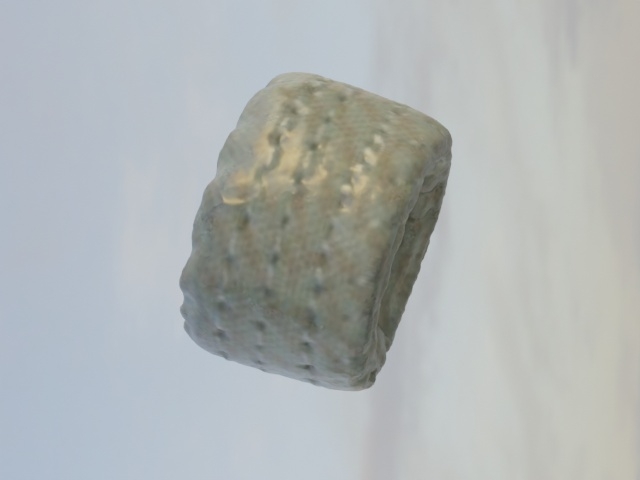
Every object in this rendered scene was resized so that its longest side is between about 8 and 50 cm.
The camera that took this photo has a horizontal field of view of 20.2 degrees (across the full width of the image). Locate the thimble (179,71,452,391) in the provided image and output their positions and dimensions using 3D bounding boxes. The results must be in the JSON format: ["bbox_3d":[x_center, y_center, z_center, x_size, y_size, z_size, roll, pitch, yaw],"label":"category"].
[{"bbox_3d":[0.000,0.000,1.712,0.291,0.195,0.291,19,-90,-78],"label":"thimble"}]
